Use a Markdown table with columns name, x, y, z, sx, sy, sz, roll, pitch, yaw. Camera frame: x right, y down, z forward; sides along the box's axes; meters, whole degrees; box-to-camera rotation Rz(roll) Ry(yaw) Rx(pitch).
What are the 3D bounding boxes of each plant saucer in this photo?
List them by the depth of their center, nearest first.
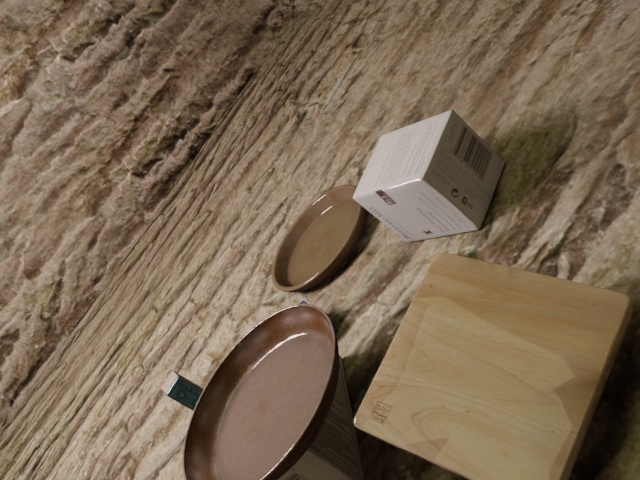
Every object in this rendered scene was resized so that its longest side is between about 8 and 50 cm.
| name | x | y | z | sx | sy | sz | roll | pitch | yaw |
| --- | --- | --- | --- | --- | --- | --- | --- | --- | --- |
| plant saucer | -0.079 | 0.233 | 1.051 | 0.311 | 0.050 | 0.310 | -36 | 30 | 25 |
| plant saucer | 0.000 | 0.000 | 1.584 | 0.278 | 0.041 | 0.277 | -38 | 29 | 25 |

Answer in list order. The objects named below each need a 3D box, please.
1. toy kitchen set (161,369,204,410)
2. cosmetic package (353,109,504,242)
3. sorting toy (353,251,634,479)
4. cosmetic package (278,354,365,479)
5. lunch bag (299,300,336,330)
| name | x | y | z | sx | sy | sz | roll | pitch | yaw |
| --- | --- | --- | --- | --- | --- | --- | --- | --- | --- |
| toy kitchen set | -0.170 | 0.243 | 1.396 | 0.207 | 0.166 | 0.122 | -58 | 26 | -13 |
| cosmetic package | 0.188 | -0.106 | 1.283 | 0.184 | 0.151 | 0.151 | -14 | 45 | 54 |
| sorting toy | 0.212 | 0.165 | 0.886 | 0.257 | 0.089 | 0.255 | 14 | 68 | 41 |
| cosmetic package | -0.040 | 0.278 | 1.156 | 0.129 | 0.153 | 0.296 | -41 | 26 | 18 |
| lunch bag | -0.015 | 0.156 | 1.371 | 0.065 | 0.067 | 0.098 | -53 | 26 | -3 |
